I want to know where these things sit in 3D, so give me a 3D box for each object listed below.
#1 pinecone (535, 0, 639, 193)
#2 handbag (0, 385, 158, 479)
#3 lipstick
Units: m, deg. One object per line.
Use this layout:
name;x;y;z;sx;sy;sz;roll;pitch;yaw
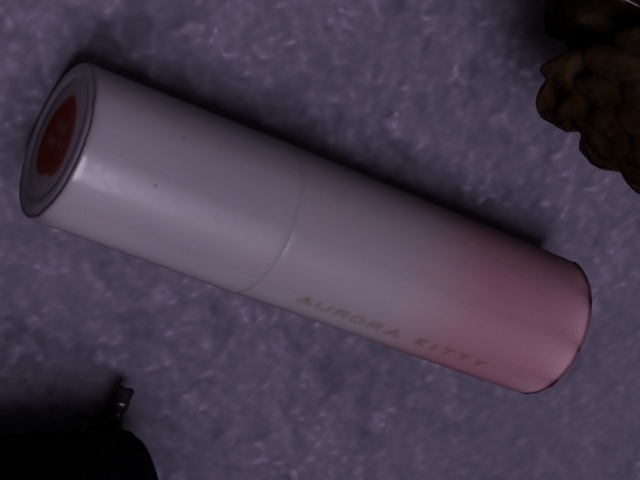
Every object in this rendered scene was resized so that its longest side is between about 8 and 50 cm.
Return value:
pinecone;0.236;-0.114;0.853;0.243;0.243;0.257;16;106;-26
handbag;-0.208;0.211;0.887;0.301;0.275;0.178;-2;165;-16
lipstick;0.000;0.000;0.938;0.327;0.087;0.087;21;113;-28
